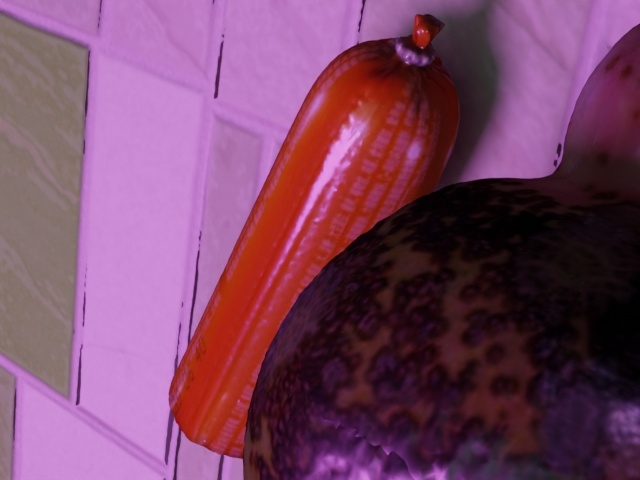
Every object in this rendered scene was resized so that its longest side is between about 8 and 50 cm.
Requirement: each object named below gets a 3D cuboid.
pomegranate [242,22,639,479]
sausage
[{"bbox_3d":[0.127,0.048,0.468,0.285,0.285,0.340,22,92,34],"label":"pomegranate"},{"bbox_3d":[0.000,0.000,0.659,0.093,0.093,0.312,43,126,22],"label":"sausage"}]
